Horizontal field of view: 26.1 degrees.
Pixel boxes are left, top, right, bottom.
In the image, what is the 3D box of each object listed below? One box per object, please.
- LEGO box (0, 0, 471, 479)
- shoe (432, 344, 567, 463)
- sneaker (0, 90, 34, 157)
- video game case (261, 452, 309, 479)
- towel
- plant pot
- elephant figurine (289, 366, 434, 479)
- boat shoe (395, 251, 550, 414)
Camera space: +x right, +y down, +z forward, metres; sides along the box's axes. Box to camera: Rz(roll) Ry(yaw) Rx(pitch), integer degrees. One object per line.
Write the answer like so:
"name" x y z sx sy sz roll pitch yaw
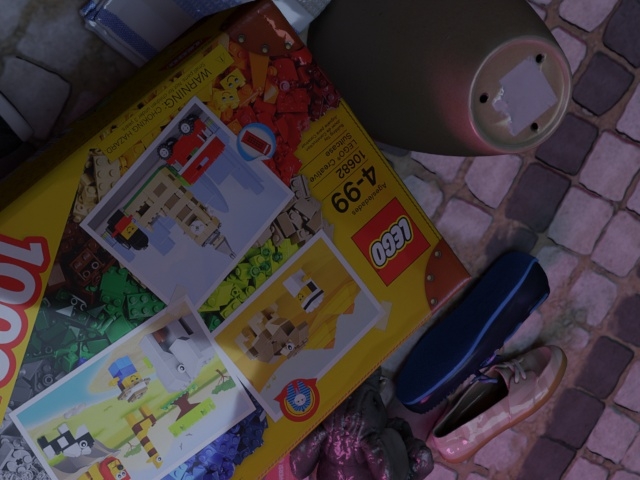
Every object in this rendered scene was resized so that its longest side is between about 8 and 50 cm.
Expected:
"LEGO box" -0.159 0.056 1.402 0.500 0.193 0.372 -42 107 -17
"shoe" 0.240 0.213 1.856 0.219 0.076 0.058 -41 126 -3
"sneaker" -0.405 -0.147 1.419 0.121 0.079 0.217 -43 122 -6
"video game case" -0.149 0.343 1.760 0.285 0.025 0.204 -9 113 -21
"towel" -0.097 -0.281 1.514 0.285 0.034 0.209 -45 122 7
"plant pot" 0.156 -0.197 1.544 0.256 0.274 0.256 -9 113 -22
"elephant figurine" 0.038 0.243 1.691 0.169 0.186 0.239 -27 148 -2
"boat shoe" 0.211 0.135 1.797 0.258 0.109 0.089 -44 124 -1
